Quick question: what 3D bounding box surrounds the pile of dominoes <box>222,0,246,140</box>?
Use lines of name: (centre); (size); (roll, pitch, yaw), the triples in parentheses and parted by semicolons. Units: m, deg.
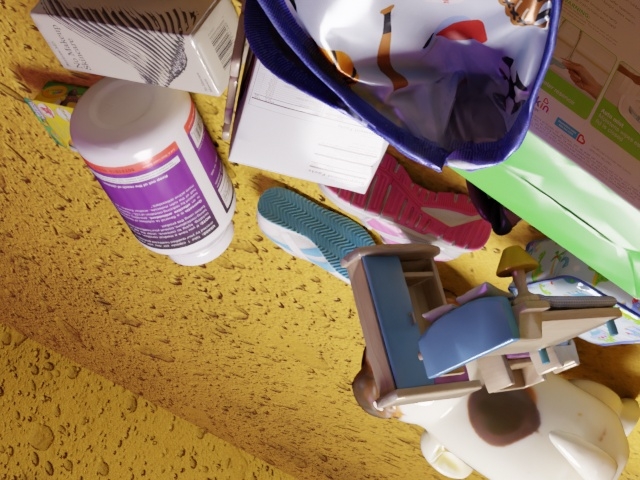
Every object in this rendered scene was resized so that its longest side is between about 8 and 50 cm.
pile of dominoes: (-0.094, -0.237, 0.967); (0.040, 0.251, 0.196); (10, 154, -6)

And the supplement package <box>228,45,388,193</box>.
supplement package: (0.010, -0.194, 0.907); (0.149, 0.194, 0.203); (13, 141, -9)

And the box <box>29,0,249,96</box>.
box: (-0.237, -0.276, 1.211); (0.275, 0.094, 0.113); (13, 149, 29)

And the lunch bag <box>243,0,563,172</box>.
lunch bag: (0.055, -0.279, 0.625); (0.239, 0.327, 0.385); (-10, 139, 25)

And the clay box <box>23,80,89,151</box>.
clay box: (-0.381, -0.196, 1.536); (0.222, 0.053, 0.127); (16, 150, 28)

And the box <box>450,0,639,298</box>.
box: (0.266, -0.119, 0.830); (0.262, 0.231, 0.127); (33, 157, -8)

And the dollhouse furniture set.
dollhouse furniture set: (0.219, 0.056, 1.099); (0.287, 0.198, 0.303); (-1, 157, -34)

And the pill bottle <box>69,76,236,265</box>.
pill bottle: (-0.242, -0.101, 1.420); (0.182, 0.181, 0.323); (16, 150, 26)

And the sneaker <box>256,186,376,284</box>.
sneaker: (0.000, 0.000, 1.478); (0.229, 0.087, 0.092); (35, 160, 6)

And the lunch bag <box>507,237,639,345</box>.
lunch bag: (0.356, 0.065, 1.179); (0.176, 0.090, 0.219); (31, 167, -5)

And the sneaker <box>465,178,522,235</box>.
sneaker: (0.260, -0.048, 1.036); (0.281, 0.162, 0.106); (35, 153, -9)

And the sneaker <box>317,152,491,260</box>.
sneaker: (0.104, -0.036, 1.279); (0.252, 0.103, 0.111); (29, 152, 3)

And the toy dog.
toy dog: (0.245, 0.263, 1.420); (0.408, 0.284, 0.395); (34, -174, 12)
